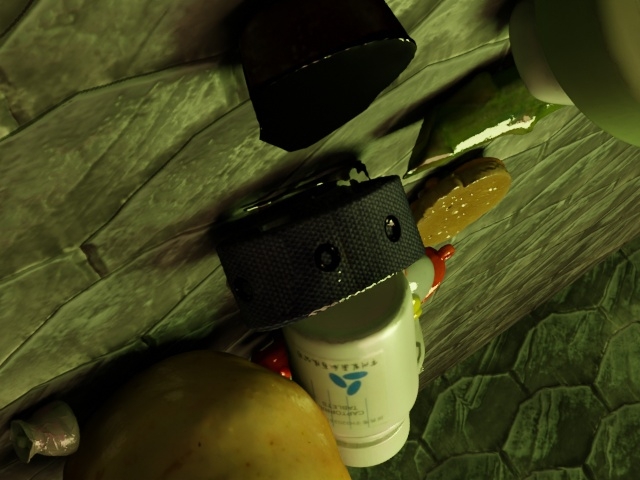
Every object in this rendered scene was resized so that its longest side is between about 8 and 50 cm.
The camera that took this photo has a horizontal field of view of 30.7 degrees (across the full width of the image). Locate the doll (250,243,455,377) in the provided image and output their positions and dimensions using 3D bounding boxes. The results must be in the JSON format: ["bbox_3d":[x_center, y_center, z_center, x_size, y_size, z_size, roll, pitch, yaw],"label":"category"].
[{"bbox_3d":[0.055,0.106,1.685,0.336,0.105,0.200,-34,161,-5],"label":"doll"}]

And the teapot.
[{"bbox_3d":[-0.314,0.216,1.306,0.064,0.064,0.083,-15,-174,-37],"label":"teapot"}]

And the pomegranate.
[{"bbox_3d":[-0.160,0.346,1.424,0.411,0.411,0.411,-34,165,-11],"label":"pomegranate"}]

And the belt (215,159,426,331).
[{"bbox_3d":[0.000,0.000,1.226,0.230,0.126,0.140,-25,-171,-34],"label":"belt"}]

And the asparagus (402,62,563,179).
[{"bbox_3d":[0.219,-0.161,1.306,0.343,0.085,0.082,-26,174,-17],"label":"asparagus"}]

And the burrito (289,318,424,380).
[{"bbox_3d":[0.023,0.218,1.867,0.101,0.139,0.445,-11,-171,41],"label":"burrito"}]

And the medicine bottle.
[{"bbox_3d":[0.044,0.160,1.527,0.170,0.170,0.293,-31,140,-19],"label":"medicine bottle"}]

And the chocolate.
[{"bbox_3d":[-0.016,-0.137,0.870,0.125,0.080,0.149,-7,156,-39],"label":"chocolate"}]

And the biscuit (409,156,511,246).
[{"bbox_3d":[0.175,-0.059,1.578,0.170,0.050,0.170,-27,158,-12],"label":"biscuit"}]

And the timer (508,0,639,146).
[{"bbox_3d":[0.294,-0.208,1.093,0.291,0.290,0.315,-31,-173,-19],"label":"timer"}]
